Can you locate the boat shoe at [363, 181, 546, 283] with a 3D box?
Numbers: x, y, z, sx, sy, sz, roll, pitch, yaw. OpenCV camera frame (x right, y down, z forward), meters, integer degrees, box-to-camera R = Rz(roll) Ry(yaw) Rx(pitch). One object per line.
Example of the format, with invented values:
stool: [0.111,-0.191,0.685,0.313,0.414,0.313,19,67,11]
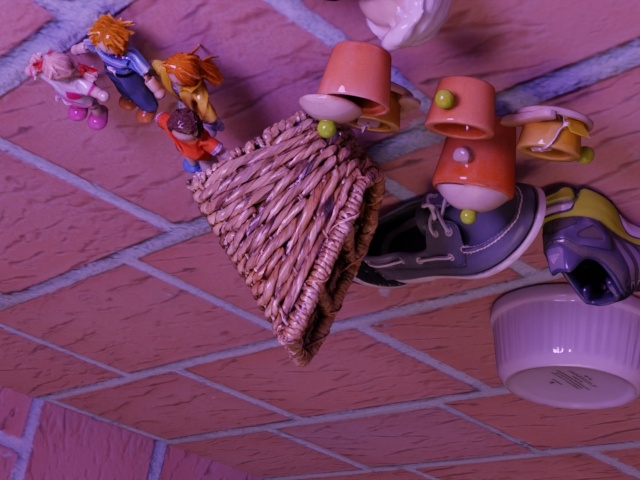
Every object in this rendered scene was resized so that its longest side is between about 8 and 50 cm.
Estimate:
boat shoe: [0.161,-0.011,1.379,0.099,0.116,0.319,20,158,-28]

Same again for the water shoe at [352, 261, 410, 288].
water shoe: [0.045,0.028,1.576,0.203,0.073,0.080,10,179,3]

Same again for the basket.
basket: [0.000,0.000,1.242,0.213,0.223,0.299,-32,167,-5]

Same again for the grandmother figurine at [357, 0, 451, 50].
grandmother figurine: [-0.014,-0.271,0.930,0.342,0.104,0.208,23,179,-32]

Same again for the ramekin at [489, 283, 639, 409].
ramekin: [0.405,0.180,1.674,0.273,0.127,0.273,8,155,4]

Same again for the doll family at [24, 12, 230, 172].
doll family: [-0.200,-0.182,1.186,0.263,0.118,0.163,24,163,11]

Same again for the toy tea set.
toy tea set: [0.118,-0.101,1.116,0.336,0.124,0.200,14,172,-24]

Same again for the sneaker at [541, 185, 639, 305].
sneaker: [0.395,0.040,1.393,0.300,0.121,0.111,24,151,-28]
